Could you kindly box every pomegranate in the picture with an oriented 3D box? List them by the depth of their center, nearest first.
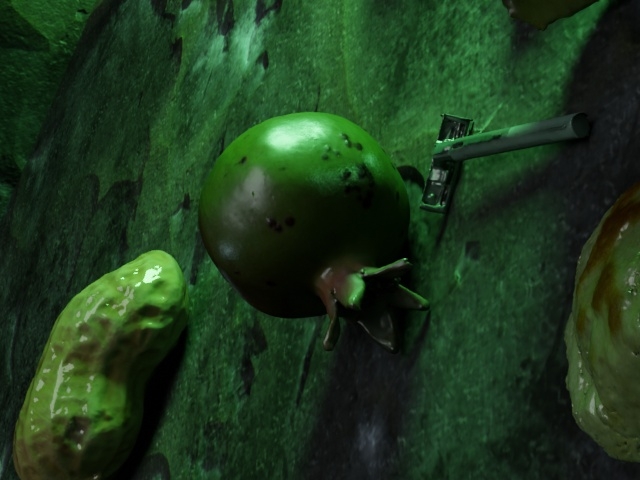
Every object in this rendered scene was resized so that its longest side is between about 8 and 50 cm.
[{"bbox_3d":[0.000,0.000,1.314,0.181,0.181,0.224,-58,43,28],"label":"pomegranate"}]

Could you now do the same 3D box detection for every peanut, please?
[{"bbox_3d":[-0.249,0.157,1.809,0.325,0.140,0.153,-61,33,13],"label":"peanut"}]

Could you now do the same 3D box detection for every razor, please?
[{"bbox_3d":[0.136,-0.074,1.214,0.211,0.036,0.084,-14,60,66],"label":"razor"}]

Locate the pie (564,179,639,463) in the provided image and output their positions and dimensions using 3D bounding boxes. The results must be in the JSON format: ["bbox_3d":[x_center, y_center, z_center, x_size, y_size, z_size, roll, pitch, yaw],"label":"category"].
[{"bbox_3d":[0.216,0.018,0.855,0.248,0.090,0.201,-27,43,56],"label":"pie"}]

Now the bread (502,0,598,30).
[{"bbox_3d":[0.170,-0.236,1.020,0.245,0.233,0.361,-96,30,-47],"label":"bread"}]
